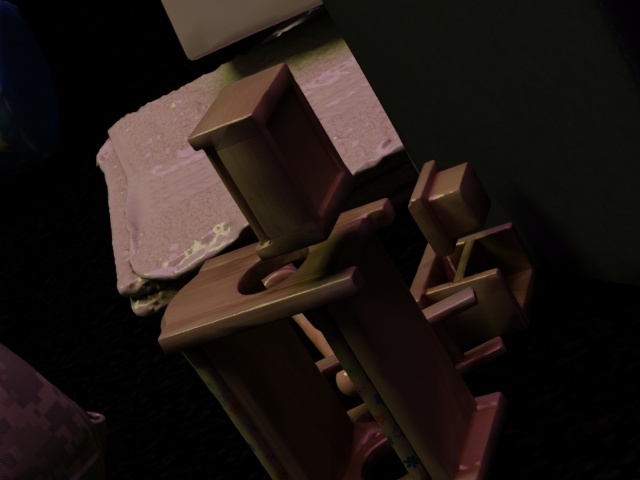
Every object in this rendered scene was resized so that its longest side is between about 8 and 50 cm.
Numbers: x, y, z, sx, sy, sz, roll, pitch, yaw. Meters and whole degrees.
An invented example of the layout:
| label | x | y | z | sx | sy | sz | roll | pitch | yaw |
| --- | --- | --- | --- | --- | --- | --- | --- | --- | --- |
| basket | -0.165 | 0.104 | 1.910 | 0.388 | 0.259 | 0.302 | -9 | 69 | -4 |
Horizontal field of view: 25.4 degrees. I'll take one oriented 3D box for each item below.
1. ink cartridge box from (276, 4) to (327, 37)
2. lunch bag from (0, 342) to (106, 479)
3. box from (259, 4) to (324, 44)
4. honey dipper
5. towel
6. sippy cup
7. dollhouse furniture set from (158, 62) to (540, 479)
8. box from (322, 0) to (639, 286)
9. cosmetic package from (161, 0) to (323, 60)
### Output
| label | x | y | z | sx | sy | sz | roll | pitch | yaw |
| --- | --- | --- | --- | --- | --- | --- | --- | --- | --- |
| ink cartridge box | -0.032 | -0.107 | 1.065 | 0.225 | 0.056 | 0.181 | -28 | 21 | 2 |
| lunch bag | -0.262 | 0.147 | 0.592 | 0.256 | 0.212 | 0.305 | 15 | 40 | 20 |
| box | -0.010 | -0.182 | 1.244 | 0.083 | 0.018 | 0.067 | -6 | 32 | 47 |
| honey dipper | -0.004 | 0.044 | 0.732 | 0.030 | 0.030 | 0.161 | -33 | 26 | -6 |
| towel | -0.012 | -0.072 | 0.899 | 0.282 | 0.049 | 0.187 | -28 | 40 | 7 |
| sippy cup | -0.377 | -0.123 | 1.350 | 0.224 | 0.240 | 0.305 | -17 | 46 | 9 |
| dollhouse furniture set | 0.000 | 0.000 | 0.605 | 0.101 | 0.182 | 0.161 | -19 | 25 | 28 |
| box | 0.191 | -0.213 | 0.670 | 0.395 | 0.293 | 0.212 | -39 | 23 | -20 |
| cosmetic package | 0.009 | -0.264 | 1.039 | 0.197 | 0.155 | 0.365 | -21 | 10 | 21 |
